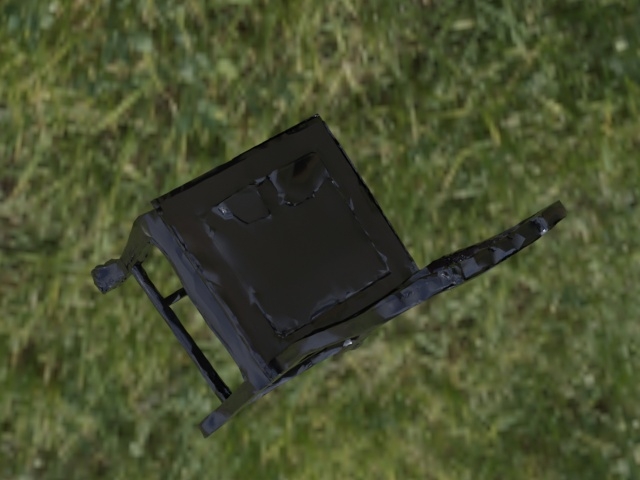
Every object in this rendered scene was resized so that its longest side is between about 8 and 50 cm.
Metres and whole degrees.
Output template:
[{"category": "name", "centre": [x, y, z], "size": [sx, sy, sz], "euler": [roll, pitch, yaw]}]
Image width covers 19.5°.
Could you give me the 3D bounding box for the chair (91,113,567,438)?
[{"category": "chair", "centre": [0.000, 0.000, 0.839], "size": [0.113, 0.106, 0.229], "euler": [56, 147, 5]}]
